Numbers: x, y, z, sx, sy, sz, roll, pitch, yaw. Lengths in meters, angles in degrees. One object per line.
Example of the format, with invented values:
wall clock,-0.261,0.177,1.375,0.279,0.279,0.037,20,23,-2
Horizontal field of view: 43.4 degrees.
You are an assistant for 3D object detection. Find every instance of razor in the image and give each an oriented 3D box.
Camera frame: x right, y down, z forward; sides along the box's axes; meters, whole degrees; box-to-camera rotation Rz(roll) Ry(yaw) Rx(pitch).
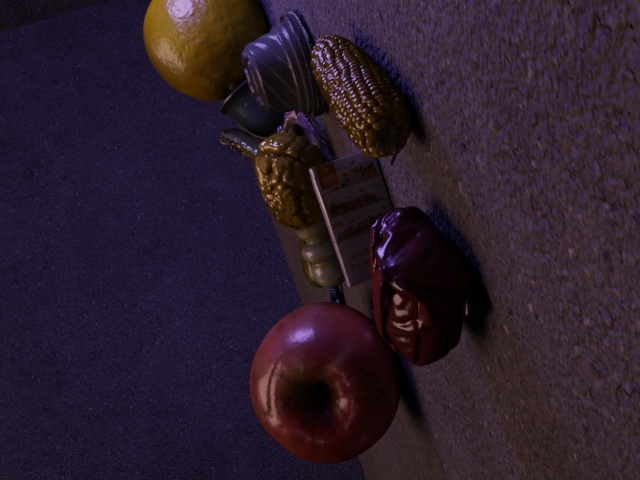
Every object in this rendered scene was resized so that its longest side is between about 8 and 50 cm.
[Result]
razor,0.031,0.091,2.339,0.324,0.093,0.056,73,-147,-44

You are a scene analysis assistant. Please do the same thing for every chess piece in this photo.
chess piece,0.000,0.000,2.057,0.144,0.144,0.251,-134,20,-73

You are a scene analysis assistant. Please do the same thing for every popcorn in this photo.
popcorn,-0.071,-0.140,1.879,0.226,0.200,0.203,34,169,-30

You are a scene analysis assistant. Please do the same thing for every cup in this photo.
cup,-0.145,-0.349,2.135,0.150,0.199,0.199,50,172,0

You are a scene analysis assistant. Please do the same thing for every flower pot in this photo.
flower pot,-0.084,-0.357,1.709,0.235,0.140,0.236,160,90,-84

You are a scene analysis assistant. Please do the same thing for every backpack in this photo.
backpack,0.134,0.075,1.160,0.229,0.138,0.229,165,90,-79

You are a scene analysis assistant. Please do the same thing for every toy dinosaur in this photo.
toy dinosaur,-0.055,-0.304,1.910,0.200,0.072,0.251,125,135,-71

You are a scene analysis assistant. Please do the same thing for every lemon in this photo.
lemon,-0.296,-0.533,2.118,0.348,0.347,0.348,161,90,-83

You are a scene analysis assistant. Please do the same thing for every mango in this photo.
mango,-0.024,0.058,2.494,0.122,0.085,0.191,78,170,-60

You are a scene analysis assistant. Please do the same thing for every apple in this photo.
apple,0.014,0.326,1.899,0.364,0.363,0.364,161,90,-83

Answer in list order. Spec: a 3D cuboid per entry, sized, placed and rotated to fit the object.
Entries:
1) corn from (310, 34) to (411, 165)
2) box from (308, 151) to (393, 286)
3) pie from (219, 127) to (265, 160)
corn,0.055,-0.222,1.189,0.310,0.101,0.101,-113,8,-47
box,0.069,-0.040,1.420,0.032,0.122,0.221,179,72,-81
pie,-0.139,-0.228,2.168,0.306,0.071,0.306,27,-178,-1
